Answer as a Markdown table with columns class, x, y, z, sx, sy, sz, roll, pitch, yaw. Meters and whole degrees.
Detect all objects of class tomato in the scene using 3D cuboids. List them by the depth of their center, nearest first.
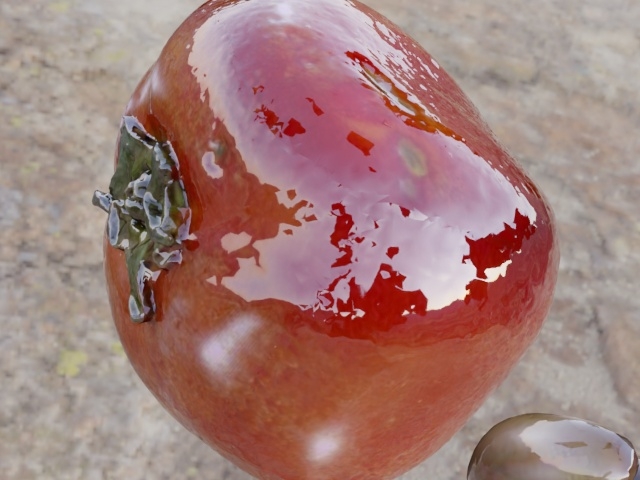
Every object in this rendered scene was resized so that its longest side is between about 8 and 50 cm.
| class | x | y | z | sx | sy | sz | roll | pitch | yaw |
| --- | --- | --- | --- | --- | --- | --- | --- | --- | --- |
| tomato | 0.000 | 0.000 | 0.806 | 0.289 | 0.293 | 0.325 | 9 | 31 | -33 |

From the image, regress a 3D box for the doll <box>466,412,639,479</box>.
| class | x | y | z | sx | sy | sz | roll | pitch | yaw |
| --- | --- | --- | --- | --- | --- | --- | --- | --- | --- |
| doll | 0.138 | 0.208 | 0.342 | 0.318 | 0.340 | 0.209 | 29 | -20 | -18 |
